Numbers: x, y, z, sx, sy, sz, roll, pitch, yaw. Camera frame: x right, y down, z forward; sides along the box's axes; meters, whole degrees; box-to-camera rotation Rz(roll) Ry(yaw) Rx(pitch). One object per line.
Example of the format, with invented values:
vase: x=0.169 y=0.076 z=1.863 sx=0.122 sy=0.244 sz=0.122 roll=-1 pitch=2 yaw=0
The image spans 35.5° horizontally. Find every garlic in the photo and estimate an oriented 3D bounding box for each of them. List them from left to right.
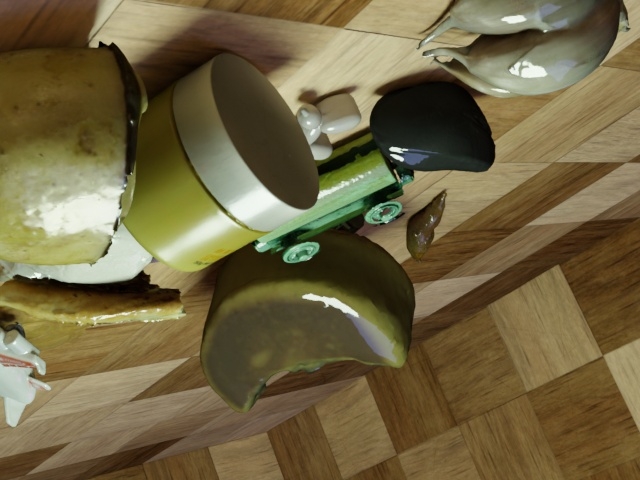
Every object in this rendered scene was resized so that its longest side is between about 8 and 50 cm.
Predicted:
garlic: x=0.279 y=-0.300 z=1.325 sx=0.292 sy=0.210 sz=0.237 roll=-25 pitch=-162 yaw=-6

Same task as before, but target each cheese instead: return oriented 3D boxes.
cheese: x=-0.294 y=-0.033 z=1.335 sx=0.198 sy=0.154 sz=0.189 roll=1 pitch=155 yaw=-40

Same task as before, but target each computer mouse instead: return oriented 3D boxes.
computer mouse: x=0.193 y=-0.177 z=1.541 sx=0.270 sy=0.137 sz=0.086 roll=-3 pitch=164 yaw=-44

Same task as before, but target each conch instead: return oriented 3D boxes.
conch: x=-0.410 y=0.005 z=1.484 sx=0.176 sy=0.094 sz=0.104 roll=-51 pitch=145 yaw=4

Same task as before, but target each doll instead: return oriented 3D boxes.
doll: x=-0.038 y=-0.152 z=1.461 sx=0.160 sy=0.059 sz=0.161 roll=-10 pitch=160 yaw=-35

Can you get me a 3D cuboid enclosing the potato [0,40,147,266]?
potato: x=-0.320 y=-0.088 z=1.062 sx=0.243 sy=0.242 sz=0.285 roll=-13 pitch=165 yaw=-30

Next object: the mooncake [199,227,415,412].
mooncake: x=-0.021 y=0.158 z=1.936 sx=0.394 sy=0.246 sz=0.393 roll=14 pitch=134 yaw=-8

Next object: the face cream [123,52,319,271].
face cream: x=-0.136 y=-0.093 z=1.239 sx=0.179 sy=0.218 sz=0.218 roll=-28 pitch=162 yaw=23

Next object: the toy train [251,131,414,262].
toy train: x=0.010 y=-0.065 z=1.675 sx=0.307 sy=0.126 sz=0.189 roll=-24 pitch=163 yaw=9

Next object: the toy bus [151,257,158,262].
toy bus: x=-0.221 y=-0.048 z=1.464 sx=0.096 sy=0.108 sz=0.199 roll=-4 pitch=155 yaw=-48

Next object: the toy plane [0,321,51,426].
toy plane: x=-0.567 y=0.206 z=1.697 sx=0.252 sy=0.118 sz=0.252 roll=11 pitch=143 yaw=8

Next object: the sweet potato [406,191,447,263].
sweet potato: x=0.223 y=-0.037 z=2.166 sx=0.068 sy=0.068 sz=0.226 roll=-14 pitch=144 yaw=-26

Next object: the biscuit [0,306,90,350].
biscuit: x=-0.466 y=0.126 z=1.804 sx=0.269 sy=0.051 sz=0.376 roll=-14 pitch=161 yaw=-29

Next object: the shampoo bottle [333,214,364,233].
shampoo bottle: x=0.000 y=-0.001 z=1.981 sx=0.063 sy=0.057 sz=0.208 roll=-4 pitch=155 yaw=-45

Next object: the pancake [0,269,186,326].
pancake: x=-0.319 y=0.057 z=1.440 sx=0.266 sy=0.244 sz=0.057 roll=13 pitch=112 yaw=-7
